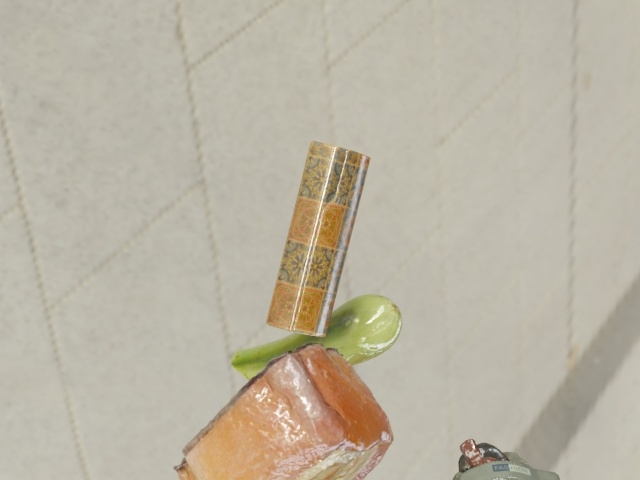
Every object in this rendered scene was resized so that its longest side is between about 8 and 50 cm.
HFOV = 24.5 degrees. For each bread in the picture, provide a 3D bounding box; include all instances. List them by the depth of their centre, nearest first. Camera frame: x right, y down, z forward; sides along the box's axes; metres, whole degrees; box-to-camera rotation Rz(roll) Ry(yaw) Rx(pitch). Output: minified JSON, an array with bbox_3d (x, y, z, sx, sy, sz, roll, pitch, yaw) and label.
[{"bbox_3d":[-0.042,0.226,1.559,0.244,0.123,0.190,-44,155,25],"label":"bread"}]

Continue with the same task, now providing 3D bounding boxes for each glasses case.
[{"bbox_3d":[0.000,0.000,1.702,0.075,0.049,0.218,14,90,-61],"label":"glasses case"}]

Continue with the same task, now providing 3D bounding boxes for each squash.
[{"bbox_3d":[-0.001,0.140,1.938,0.083,0.250,0.083,40,36,-39],"label":"squash"}]

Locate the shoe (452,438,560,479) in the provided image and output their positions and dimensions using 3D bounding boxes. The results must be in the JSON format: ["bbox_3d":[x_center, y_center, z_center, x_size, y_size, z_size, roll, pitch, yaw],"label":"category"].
[{"bbox_3d":[0.165,0.235,1.292,0.227,0.099,0.126,-14,94,-84],"label":"shoe"}]
